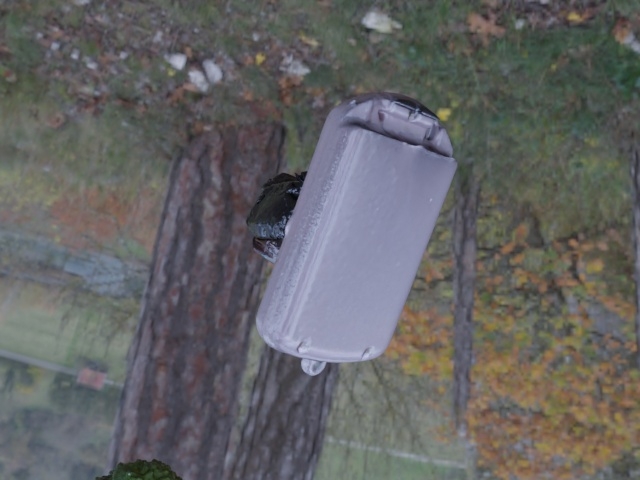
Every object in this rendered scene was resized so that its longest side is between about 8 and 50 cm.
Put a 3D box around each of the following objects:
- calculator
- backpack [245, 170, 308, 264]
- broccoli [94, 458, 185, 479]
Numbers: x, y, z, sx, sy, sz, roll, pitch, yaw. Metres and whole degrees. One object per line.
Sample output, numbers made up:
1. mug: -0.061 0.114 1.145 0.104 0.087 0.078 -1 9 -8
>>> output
1. calculator: 0.023 -0.001 0.526 0.100 0.175 0.032 13 -169 -42
2. backpack: 0.003 0.001 0.986 0.165 0.105 0.120 37 166 -17
3. broccoli: -0.141 0.369 0.863 0.254 0.186 0.302 39 138 24
